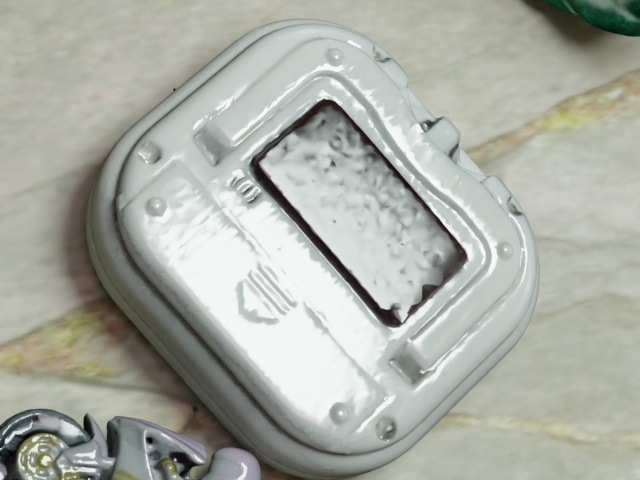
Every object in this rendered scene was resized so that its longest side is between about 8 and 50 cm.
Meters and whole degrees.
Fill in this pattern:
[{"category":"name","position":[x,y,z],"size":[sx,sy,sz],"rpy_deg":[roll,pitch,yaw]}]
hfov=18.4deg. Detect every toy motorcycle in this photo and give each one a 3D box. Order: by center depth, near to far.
[{"category":"toy motorcycle","position":[-0.090,0.183,1.153],"size":[0.152,0.073,0.225],"rpy_deg":[-26,85,-24]}]

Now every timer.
[{"category":"timer","position":[0.000,0.000,1.217],"size":[0.237,0.087,0.262],"rpy_deg":[-42,92,-22]}]

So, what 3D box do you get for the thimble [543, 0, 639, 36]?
[{"category":"thimble","position":[0.189,-0.278,1.255],"size":[0.167,0.254,0.288],"rpy_deg":[-42,90,-23]}]
